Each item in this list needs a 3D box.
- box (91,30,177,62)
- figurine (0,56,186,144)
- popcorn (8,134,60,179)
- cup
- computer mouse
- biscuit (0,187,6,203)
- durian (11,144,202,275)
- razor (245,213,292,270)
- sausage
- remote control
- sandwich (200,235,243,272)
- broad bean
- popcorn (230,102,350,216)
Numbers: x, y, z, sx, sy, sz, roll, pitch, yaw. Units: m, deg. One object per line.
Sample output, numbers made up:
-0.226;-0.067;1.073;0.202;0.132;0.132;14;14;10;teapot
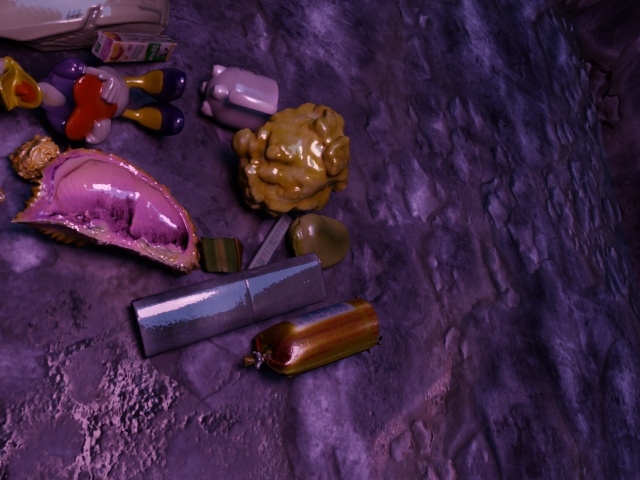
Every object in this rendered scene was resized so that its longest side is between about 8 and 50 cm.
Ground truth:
-0.375;-0.394;1.130;0.041;0.050;0.207;40;27;6;box
-0.446;-0.271;0.995;0.420;0.154;0.193;-9;39;-45;figurine
-0.492;-0.145;0.958;0.082;0.083;0.057;-45;136;-9;popcorn
-0.182;-0.302;1.223;0.142;0.134;0.174;11;42;-33;cup
-0.475;-0.497;1.086;0.429;0.145;0.228;-22;87;-42;computer mouse
-0.622;-0.125;0.868;0.131;0.025;0.231;-40;99;-34;biscuit
-0.364;-0.046;0.995;0.341;0.112;0.191;21;49;-39;durian
-0.127;0.038;1.171;0.111;0.056;0.278;42;50;-14;razor
-0.018;0.212;1.139;0.317;0.117;0.125;-12;63;-39;sausage
-0.161;0.115;1.064;0.377;0.044;0.107;-15;96;-29;remote control
-0.191;0.001;1.080;0.074;0.116;0.074;2;52;-3;sandwich
0.000;0.000;1.262;0.174;0.082;0.125;20;75;-39;broad bean
-0.061;-0.168;1.208;0.250;0.242;0.235;-16;43;-7;popcorn
